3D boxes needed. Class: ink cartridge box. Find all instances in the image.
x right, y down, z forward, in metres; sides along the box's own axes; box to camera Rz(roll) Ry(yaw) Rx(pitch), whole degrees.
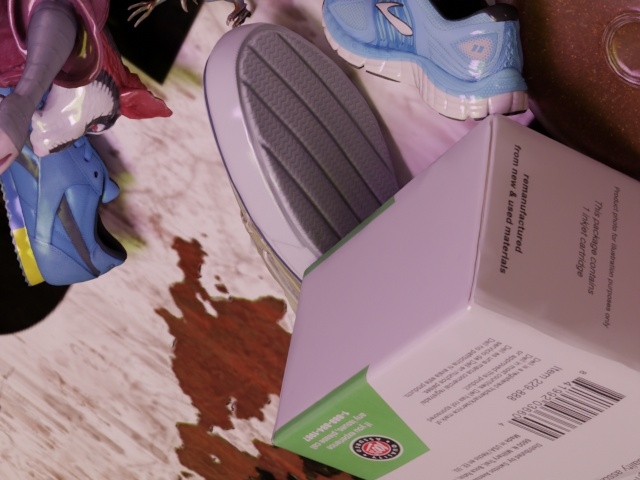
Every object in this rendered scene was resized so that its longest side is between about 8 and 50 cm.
[{"bbox_3d":[0.152,0.078,0.980,0.289,0.122,0.211,24,145,-20],"label":"ink cartridge box"}]

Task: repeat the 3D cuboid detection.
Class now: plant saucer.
[{"bbox_3d":[0.169,-0.102,0.906,0.198,0.036,0.199,20,129,27],"label":"plant saucer"}]

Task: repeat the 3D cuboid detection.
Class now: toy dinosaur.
[{"bbox_3d":[-0.076,-0.161,1.072,0.082,0.047,0.090,44,108,5],"label":"toy dinosaur"}]

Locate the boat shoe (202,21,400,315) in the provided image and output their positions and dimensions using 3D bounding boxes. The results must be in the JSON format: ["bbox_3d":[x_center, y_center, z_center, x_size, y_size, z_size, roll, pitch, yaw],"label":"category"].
[{"bbox_3d":[0.000,0.000,1.104,0.094,0.109,0.302,-4,128,41],"label":"boat shoe"}]

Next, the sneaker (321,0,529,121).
[{"bbox_3d":[0.060,-0.122,0.960,0.162,0.063,0.073,33,127,47],"label":"sneaker"}]

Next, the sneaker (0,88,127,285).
[{"bbox_3d":[-0.185,-0.066,1.221,0.082,0.069,0.209,-11,117,3],"label":"sneaker"}]

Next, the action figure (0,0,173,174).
[{"bbox_3d":[-0.239,-0.158,1.034,0.248,0.276,0.370,-6,162,44],"label":"action figure"}]
